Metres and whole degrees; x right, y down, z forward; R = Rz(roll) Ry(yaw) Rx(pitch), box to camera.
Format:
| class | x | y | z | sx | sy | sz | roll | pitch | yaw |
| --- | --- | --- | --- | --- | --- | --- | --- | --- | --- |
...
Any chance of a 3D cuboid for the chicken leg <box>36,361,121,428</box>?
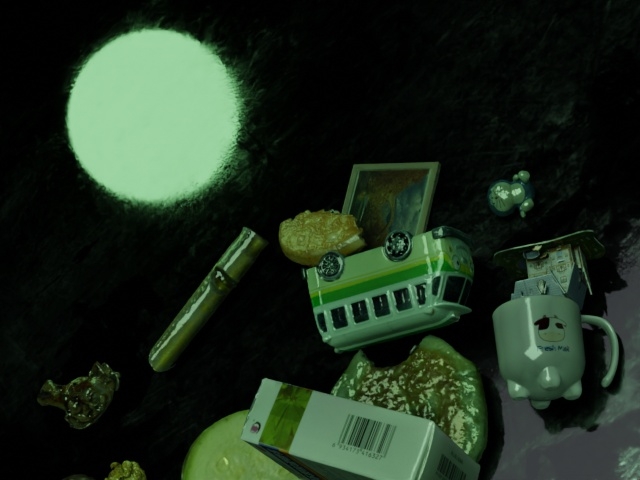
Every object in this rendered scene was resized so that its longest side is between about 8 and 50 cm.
| class | x | y | z | sx | sy | sz | roll | pitch | yaw |
| --- | --- | --- | --- | --- | --- | --- | --- | --- | --- |
| chicken leg | -0.470 | 0.306 | 2.193 | 0.196 | 0.080 | 0.125 | -23 | 44 | 28 |

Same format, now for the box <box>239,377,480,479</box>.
| class | x | y | z | sx | sy | sz | roll | pitch | yaw |
| --- | --- | --- | --- | --- | --- | --- | --- | --- | --- |
| box | 0.061 | 0.314 | 1.678 | 0.299 | 0.200 | 0.106 | 10 | 68 | 33 |

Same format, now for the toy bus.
| class | x | y | z | sx | sy | sz | roll | pitch | yaw |
| --- | --- | --- | --- | --- | --- | --- | --- | --- | --- |
| toy bus | 0.122 | 0.084 | 1.894 | 0.276 | 0.133 | 0.164 | -17 | 71 | 27 |

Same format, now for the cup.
| class | x | y | z | sx | sy | sz | roll | pitch | yaw |
| --- | --- | --- | --- | --- | --- | --- | --- | --- | --- |
| cup | 0.354 | 0.178 | 1.731 | 0.134 | 0.173 | 0.142 | -40 | 44 | 49 |

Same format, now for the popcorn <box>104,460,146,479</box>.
| class | x | y | z | sx | sy | sz | roll | pitch | yaw |
| --- | --- | --- | --- | --- | --- | --- | --- | --- | --- |
| popcorn | -0.355 | 0.439 | 2.039 | 0.057 | 0.083 | 0.082 | 11 | 92 | 64 |

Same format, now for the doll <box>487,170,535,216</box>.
| class | x | y | z | sx | sy | sz | roll | pitch | yaw |
| --- | --- | --- | --- | --- | --- | --- | --- | --- | --- |
| doll | 0.325 | -0.072 | 1.922 | 0.083 | 0.050 | 0.076 | -13 | 76 | 24 |

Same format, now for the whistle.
| class | x | y | z | sx | sy | sz | roll | pitch | yaw |
| --- | --- | --- | --- | --- | --- | --- | --- | --- | --- |
| whistle | -0.217 | 0.114 | 2.149 | 0.326 | 0.057 | 0.068 | -53 | 6 | -4 |

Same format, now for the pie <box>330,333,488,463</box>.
| class | x | y | z | sx | sy | sz | roll | pitch | yaw |
| --- | --- | --- | --- | --- | --- | --- | --- | --- | --- |
| pie | 0.136 | 0.291 | 1.819 | 0.302 | 0.067 | 0.302 | -12 | 59 | 21 |

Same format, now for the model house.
| class | x | y | z | sx | sy | sz | roll | pitch | yaw |
| --- | --- | --- | --- | --- | --- | --- | --- | --- | --- |
| model house | 0.367 | 0.059 | 1.783 | 0.167 | 0.117 | 0.088 | -14 | 61 | 21 |

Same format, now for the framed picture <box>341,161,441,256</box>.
| class | x | y | z | sx | sy | sz | roll | pitch | yaw |
| --- | --- | --- | --- | --- | --- | --- | --- | --- | --- |
| framed picture | 0.112 | -0.029 | 2.050 | 0.184 | 0.016 | 0.250 | 1 | 66 | 33 |

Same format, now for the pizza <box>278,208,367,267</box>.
| class | x | y | z | sx | sy | sz | roll | pitch | yaw |
| --- | --- | --- | --- | --- | --- | --- | --- | --- | --- |
| pizza | 0.002 | 0.001 | 2.042 | 0.246 | 0.058 | 0.127 | -4 | 46 | 46 |

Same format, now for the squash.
| class | x | y | z | sx | sy | sz | roll | pitch | yaw |
| --- | --- | --- | --- | --- | --- | --- | --- | --- | --- |
| squash | -0.099 | 0.394 | 1.855 | 0.252 | 0.049 | 0.252 | 0 | 56 | 0 |

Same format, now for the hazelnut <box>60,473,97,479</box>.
| class | x | y | z | sx | sy | sz | roll | pitch | yaw |
| --- | --- | --- | --- | --- | --- | --- | --- | --- | --- |
| hazelnut | -0.441 | 0.489 | 2.018 | 0.143 | 0.154 | 0.143 | 0 | 87 | 8 |
